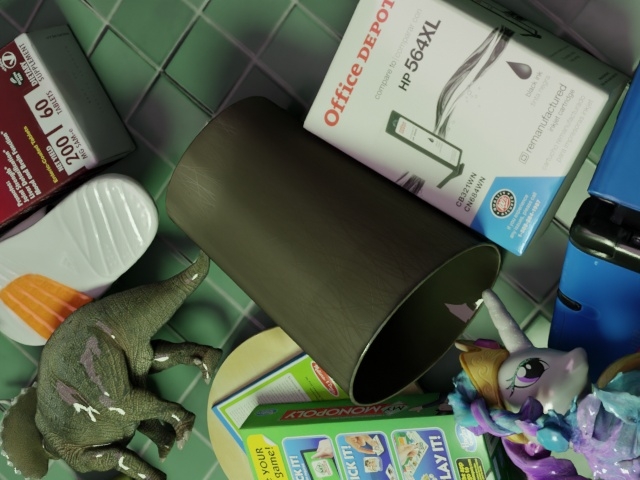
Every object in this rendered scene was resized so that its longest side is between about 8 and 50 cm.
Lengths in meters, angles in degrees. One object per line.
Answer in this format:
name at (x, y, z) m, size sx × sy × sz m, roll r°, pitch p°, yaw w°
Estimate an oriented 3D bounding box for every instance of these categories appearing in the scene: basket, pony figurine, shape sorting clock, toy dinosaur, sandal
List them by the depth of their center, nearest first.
pony figurine at (0.257, 0.195, 1.124) m, size 0.363 × 0.302 × 0.351 m, roll -8°, pitch 94°, yaw 46°
basket at (0.000, 0.000, 1.261) m, size 0.227 × 0.204 × 0.154 m, roll 38°, pitch 112°, yaw 19°
shape sorting clock at (0.001, 0.164, 1.375) m, size 0.206 × 0.040 × 0.206 m, roll 9°, pitch 116°, yaw 19°
toy dinosaur at (-0.185, 0.128, 1.380) m, size 0.160 × 0.121 × 0.313 m, roll 23°, pitch 129°, yaw -8°
sandal at (-0.211, 0.009, 1.400) m, size 0.265 × 0.076 × 0.102 m, roll -31°, pitch 101°, yaw 40°

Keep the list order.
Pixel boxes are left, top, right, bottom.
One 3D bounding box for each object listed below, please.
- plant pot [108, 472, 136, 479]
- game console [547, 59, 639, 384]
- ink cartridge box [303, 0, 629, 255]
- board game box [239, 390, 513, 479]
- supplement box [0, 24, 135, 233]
plant pot at (-0.186, 0.250, 1.463) m, size 0.079 × 0.083 × 0.083 m, roll -37°, pitch 88°, yaw 15°
game console at (0.343, 0.015, 1.184) m, size 0.293 × 0.173 × 0.250 m, roll 22°, pitch 142°, yaw 17°
ink cartridge box at (0.109, -0.106, 1.231) m, size 0.203 × 0.086 × 0.148 m, roll 30°, pitch 114°, yaw 12°
board game box at (0.074, 0.280, 1.349) m, size 0.213 × 0.046 × 0.317 m, roll -8°, pitch 110°, yaw 24°
supplement box at (-0.296, -0.076, 1.418) m, size 0.239 × 0.073 × 0.130 m, roll -30°, pitch 91°, yaw 27°
